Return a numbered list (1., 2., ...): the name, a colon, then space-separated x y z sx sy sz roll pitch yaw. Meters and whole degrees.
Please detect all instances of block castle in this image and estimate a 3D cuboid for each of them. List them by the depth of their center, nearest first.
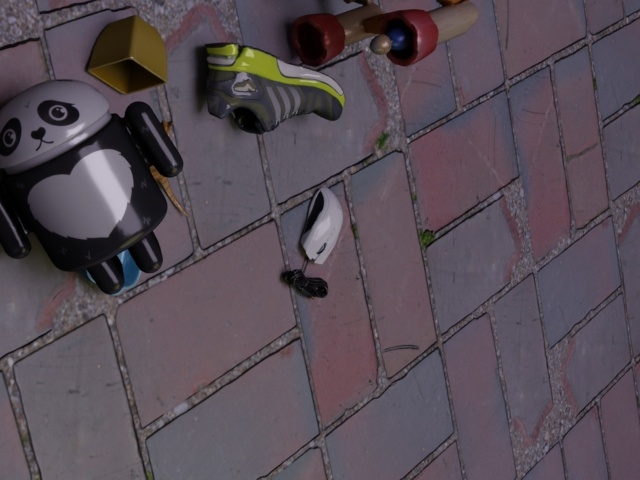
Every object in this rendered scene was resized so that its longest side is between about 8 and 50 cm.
1. block castle: 0.041 -0.498 2.146 0.213 0.303 0.453 -25 111 -36

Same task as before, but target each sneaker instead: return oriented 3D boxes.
1. sneaker: -0.078 -0.221 2.189 0.300 0.111 0.121 13 91 -47

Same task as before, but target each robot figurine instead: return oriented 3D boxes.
1. robot figurine: -0.304 -0.071 1.793 0.209 0.173 0.278 -42 113 -39

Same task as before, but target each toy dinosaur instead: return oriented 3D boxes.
1. toy dinosaur: -0.235 -0.108 1.997 0.211 0.064 0.112 68 20 -79

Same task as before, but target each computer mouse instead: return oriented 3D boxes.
1. computer mouse: 0.000 0.000 2.335 0.106 0.042 0.193 36 63 -47

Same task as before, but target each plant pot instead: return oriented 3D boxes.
1. plant pot: -0.263 -0.263 1.946 0.081 0.081 0.083 32 54 -49

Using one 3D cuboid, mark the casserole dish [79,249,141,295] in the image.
1. casserole dish: -0.291 -0.018 1.948 0.114 0.037 0.188 14 79 -52
